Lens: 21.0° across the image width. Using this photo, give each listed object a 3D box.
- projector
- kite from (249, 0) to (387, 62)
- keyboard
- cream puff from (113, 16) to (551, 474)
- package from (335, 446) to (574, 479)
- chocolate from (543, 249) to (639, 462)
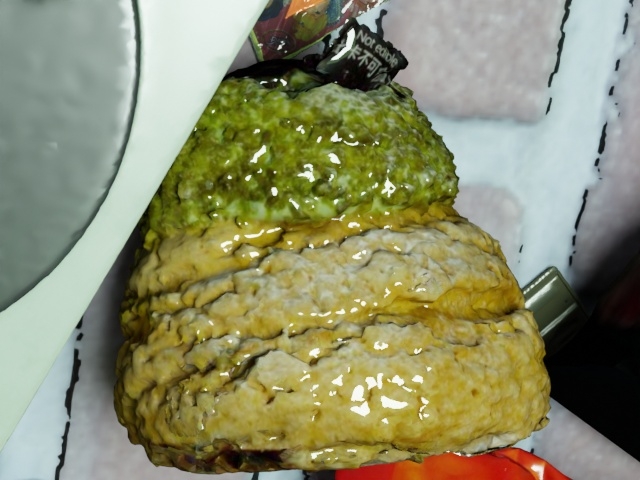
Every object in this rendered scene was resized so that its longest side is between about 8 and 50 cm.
[{"bbox_3d":[-0.177,-0.074,0.620,0.259,0.079,0.257,30,100,-12],"label":"projector"},{"bbox_3d":[-0.002,-0.128,0.729,0.222,0.008,0.125,15,103,-26],"label":"kite"},{"bbox_3d":[0.075,0.069,0.830,0.129,0.015,0.049,-40,113,-3],"label":"keyboard"},{"bbox_3d":[0.000,0.000,0.696,0.183,0.183,0.169,-4,91,-20],"label":"cream puff"},{"bbox_3d":[0.156,0.244,0.823,0.423,0.123,0.196,32,64,-32],"label":"package"},{"bbox_3d":[0.265,0.038,0.779,0.284,0.283,0.186,33,74,-28],"label":"chocolate"}]
